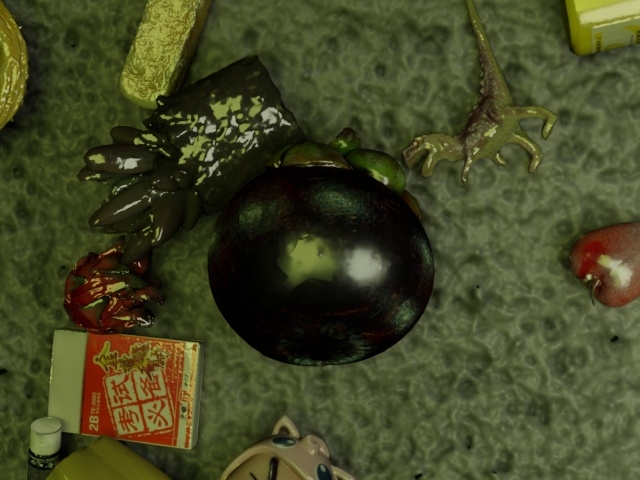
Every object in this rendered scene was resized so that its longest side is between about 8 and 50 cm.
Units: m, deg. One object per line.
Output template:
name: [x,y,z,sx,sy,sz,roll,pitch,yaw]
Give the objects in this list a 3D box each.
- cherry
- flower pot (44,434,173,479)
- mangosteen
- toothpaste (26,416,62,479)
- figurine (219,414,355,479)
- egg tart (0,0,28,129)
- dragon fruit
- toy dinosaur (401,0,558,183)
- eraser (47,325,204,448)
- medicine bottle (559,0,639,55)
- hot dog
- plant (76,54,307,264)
cherry: [0.388,0.033,1.289,0.126,0.087,0.106,-16,81,-6]
flower pot: [-0.295,0.385,1.397,0.179,0.195,0.195,40,99,20]
mangosteen: [-0.005,0.015,1.281,0.300,0.300,0.301,0,91,12]
toothpaste: [-0.415,0.357,1.473,0.071,0.045,0.194,12,114,12]
figurine: [-0.086,0.390,1.350,0.287,0.186,0.176,-45,84,16]
egg tart: [-0.557,-0.261,1.466,0.293,0.123,0.294,0,89,8]
dragon fruit: [-0.301,0.076,1.421,0.130,0.121,0.142,41,117,-19]
toy dinosaur: [0.226,-0.185,1.330,0.199,0.072,0.251,27,106,20]
eraser: [-0.289,0.215,1.459,0.230,0.038,0.157,5,93,11]
medicine bottle: [0.418,-0.315,1.257,0.212,0.122,0.122,-10,89,12]
hot dog: [-0.212,-0.305,1.415,0.084,0.073,0.243,21,96,8]
plant: [-0.186,-0.115,1.358,0.320,0.194,0.182,-30,103,0]
